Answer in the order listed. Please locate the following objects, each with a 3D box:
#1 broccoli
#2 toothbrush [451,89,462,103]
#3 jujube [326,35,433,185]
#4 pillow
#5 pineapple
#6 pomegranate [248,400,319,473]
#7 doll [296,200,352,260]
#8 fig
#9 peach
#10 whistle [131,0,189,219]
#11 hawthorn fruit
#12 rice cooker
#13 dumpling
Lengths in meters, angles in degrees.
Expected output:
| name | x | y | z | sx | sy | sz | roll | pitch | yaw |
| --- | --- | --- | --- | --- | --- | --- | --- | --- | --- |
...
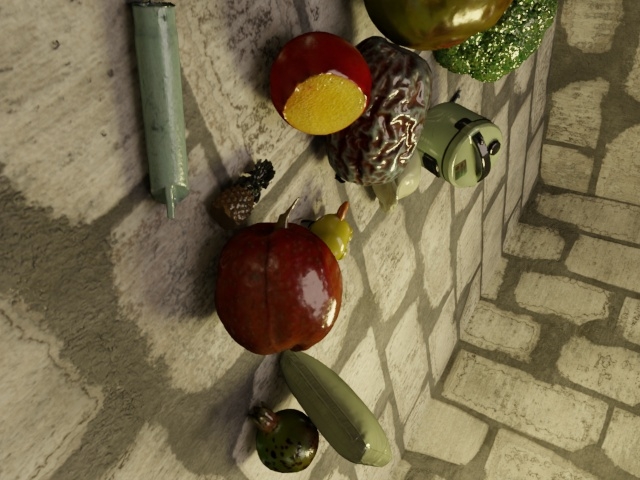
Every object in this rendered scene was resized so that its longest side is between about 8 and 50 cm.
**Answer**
| name | x | y | z | sx | sy | sz | roll | pitch | yaw |
| --- | --- | --- | --- | --- | --- | --- | --- | --- | --- |
| broccoli | 0.499 | -0.632 | 1.622 | 0.414 | 0.321 | 0.309 | 26 | 75 | -45 |
| toothbrush | 0.414 | -0.412 | 1.873 | 0.288 | 0.026 | 0.024 | -54 | 151 | -30 |
| jujube | 0.123 | -0.271 | 1.232 | 0.226 | 0.226 | 0.316 | -32 | 145 | -50 |
| pillow | 0.038 | 0.416 | 1.400 | 0.120 | 0.322 | 0.255 | -44 | 148 | -3 |
| pineapple | -0.136 | -0.091 | 1.041 | 0.159 | 0.074 | 0.074 | -54 | 148 | -34 |
| pomegranate | -0.093 | 0.475 | 1.378 | 0.205 | 0.159 | 0.159 | 50 | 57 | -23 |
| doll | 0.000 | 0.000 | 1.301 | 0.220 | 0.135 | 0.143 | -57 | -179 | -37 |
| fig | 0.231 | -0.570 | 1.162 | 0.343 | 0.344 | 0.343 | -38 | 138 | -46 |
| peach | 0.000 | -0.284 | 1.040 | 0.192 | 0.191 | 0.190 | -69 | 162 | -56 |
| whistle | -0.229 | -0.181 | 0.827 | 0.062 | 0.062 | 0.311 | -34 | 134 | -49 |
| hawthorn fruit | -0.083 | 0.089 | 1.070 | 0.258 | 0.258 | 0.261 | -52 | 127 | -32 |
| rice cooker | 0.408 | -0.279 | 1.685 | 0.226 | 0.244 | 0.225 | -23 | 134 | -27 |
| dumpling | 0.204 | -0.181 | 1.565 | 0.179 | 0.132 | 0.251 | 98 | 1 | -60 |
